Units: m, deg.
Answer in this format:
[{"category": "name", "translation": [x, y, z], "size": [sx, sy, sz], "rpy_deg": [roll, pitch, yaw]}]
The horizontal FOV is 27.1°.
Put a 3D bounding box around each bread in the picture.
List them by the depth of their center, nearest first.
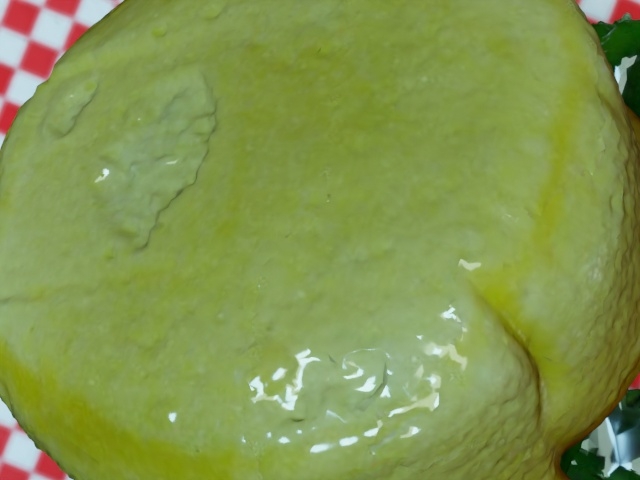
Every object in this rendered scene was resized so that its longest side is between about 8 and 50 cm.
[{"category": "bread", "translation": [0.000, 0.000, 0.513], "size": [0.270, 0.148, 0.269], "rpy_deg": [-10, 57, 16]}]

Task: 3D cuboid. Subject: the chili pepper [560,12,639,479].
[{"category": "chili pepper", "translation": [0.125, 0.024, 0.592], "size": [0.099, 0.083, 0.253], "rpy_deg": [0, 91, -12]}]
